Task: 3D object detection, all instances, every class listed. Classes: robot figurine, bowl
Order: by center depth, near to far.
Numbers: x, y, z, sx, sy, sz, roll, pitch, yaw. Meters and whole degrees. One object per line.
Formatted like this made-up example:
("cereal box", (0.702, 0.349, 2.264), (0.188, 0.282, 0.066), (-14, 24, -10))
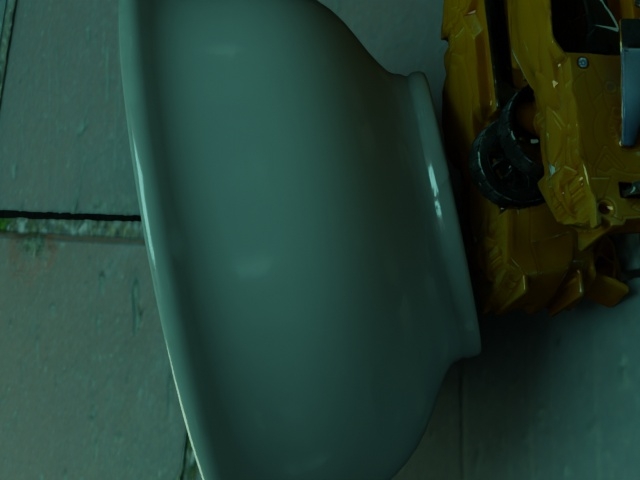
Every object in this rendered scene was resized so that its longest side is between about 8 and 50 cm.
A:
("robot figurine", (0.109, -0.122, 0.820), (0.211, 0.085, 0.291), (132, 138, -67))
("bowl", (0.000, 0.000, 0.866), (0.298, 0.134, 0.297), (-11, -90, -87))
